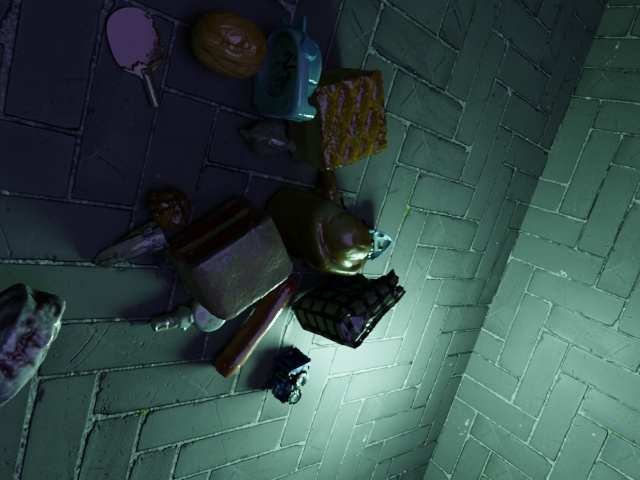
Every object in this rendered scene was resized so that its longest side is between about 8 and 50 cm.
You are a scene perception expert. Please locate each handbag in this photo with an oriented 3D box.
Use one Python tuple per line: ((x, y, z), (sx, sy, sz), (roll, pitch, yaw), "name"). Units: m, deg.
((0.109, 0.232, 1.729), (0.327, 0.325, 0.162), (-35, 112, -28), "handbag")

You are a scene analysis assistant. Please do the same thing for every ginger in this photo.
((0.058, -0.117, 1.675), (0.133, 0.107, 0.309), (-37, 126, 0), "ginger")

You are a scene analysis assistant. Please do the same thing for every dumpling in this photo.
((-0.148, -0.307, 1.385), (0.188, 0.127, 0.108), (16, 85, -42), "dumpling")

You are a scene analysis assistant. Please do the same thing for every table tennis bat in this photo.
((-0.439, -0.446, 1.132), (0.131, 0.022, 0.234), (-29, 125, -30), "table tennis bat")

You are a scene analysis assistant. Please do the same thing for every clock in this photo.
((-0.086, -0.479, 1.289), (0.094, 0.224, 0.273), (-1, 109, -42), "clock")

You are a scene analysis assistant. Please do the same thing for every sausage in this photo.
((-0.224, 0.297, 1.630), (0.418, 0.094, 0.094), (-55, 150, -8), "sausage")

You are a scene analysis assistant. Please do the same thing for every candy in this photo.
((-0.726, 0.239, 1.058), (0.157, 0.214, 0.289), (39, 80, -42), "candy")

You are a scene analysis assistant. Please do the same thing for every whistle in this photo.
((-0.402, 0.237, 1.459), (0.258, 0.067, 0.125), (-11, 103, -34), "whistle")

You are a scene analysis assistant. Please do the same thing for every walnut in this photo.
((-0.235, -0.508, 1.193), (0.207, 0.159, 0.159), (4, 107, -36), "walnut")

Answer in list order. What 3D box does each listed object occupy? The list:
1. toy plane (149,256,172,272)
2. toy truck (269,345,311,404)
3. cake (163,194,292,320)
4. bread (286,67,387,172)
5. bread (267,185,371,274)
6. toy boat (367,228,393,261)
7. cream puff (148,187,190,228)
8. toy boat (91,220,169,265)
((-0.452, 0.067, 1.319), (0.078, 0.084, 0.024), (38, 60, -20), "toy plane")
((-0.127, 0.531, 1.812), (0.126, 0.113, 0.207), (14, 99, -43), "toy truck")
((-0.270, 0.049, 1.371), (0.309, 0.237, 0.229), (-39, 128, -20), "cake")
((0.049, -0.395, 1.464), (0.279, 0.207, 0.278), (-28, 125, -29), "bread")
((0.000, 0.000, 1.515), (0.210, 0.342, 0.300), (-53, 140, -20), "bread")
((0.160, 0.034, 1.820), (0.332, 0.133, 0.145), (-16, 119, -37), "toy boat")
((-0.408, -0.089, 1.265), (0.094, 0.122, 0.115), (-18, 103, 8), "cream puff")
((-0.518, 0.019, 1.255), (0.211, 0.066, 0.084), (-26, 113, -18), "toy boat")
